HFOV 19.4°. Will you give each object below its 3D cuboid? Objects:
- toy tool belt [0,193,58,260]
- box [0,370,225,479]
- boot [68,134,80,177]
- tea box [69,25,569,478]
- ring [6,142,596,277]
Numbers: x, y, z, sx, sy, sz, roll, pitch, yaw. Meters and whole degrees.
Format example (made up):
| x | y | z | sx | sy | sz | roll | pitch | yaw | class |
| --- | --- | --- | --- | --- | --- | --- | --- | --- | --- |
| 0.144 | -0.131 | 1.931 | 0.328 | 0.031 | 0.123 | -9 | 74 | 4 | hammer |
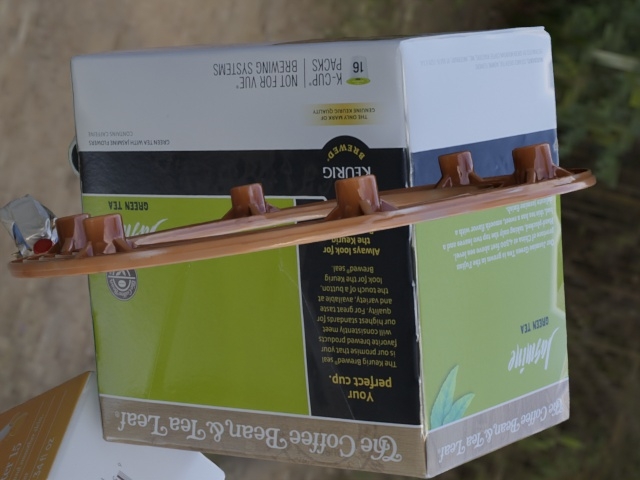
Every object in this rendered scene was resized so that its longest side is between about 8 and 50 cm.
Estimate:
| x | y | z | sx | sy | sz | roll | pitch | yaw | class |
| --- | --- | --- | --- | --- | --- | --- | --- | --- | --- |
| -0.255 | 0.001 | 1.685 | 0.052 | 0.083 | 0.051 | -26 | 139 | -14 | toy tool belt |
| -0.279 | 0.289 | 1.642 | 0.168 | 0.345 | 0.215 | 41 | 44 | -25 | box |
| -0.124 | -0.091 | 1.970 | 0.088 | 0.244 | 0.176 | -63 | 180 | 37 | boot |
| 0.000 | 0.000 | 1.492 | 0.220 | 0.329 | 0.323 | -12 | 101 | -52 | tea box |
| -0.012 | -0.020 | 1.066 | 0.336 | 0.336 | 0.032 | -16 | 97 | -64 | ring |
